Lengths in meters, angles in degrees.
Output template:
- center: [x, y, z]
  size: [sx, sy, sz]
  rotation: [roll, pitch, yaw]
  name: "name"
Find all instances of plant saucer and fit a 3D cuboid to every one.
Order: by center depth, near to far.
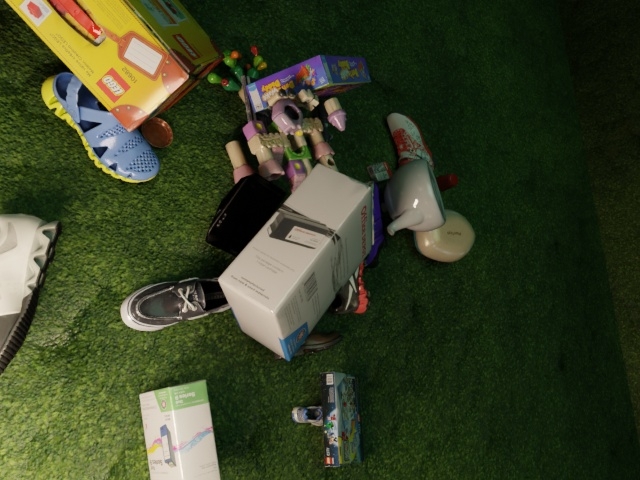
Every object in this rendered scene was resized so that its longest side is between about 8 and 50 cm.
- center: [-0.418, -0.274, 1.469]
  size: [0.084, 0.013, 0.083]
  rotation: [15, 65, -35]
  name: "plant saucer"

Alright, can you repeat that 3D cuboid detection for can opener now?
- center: [0.002, -0.379, 1.839]
  size: [0.073, 0.059, 0.186]
  rotation: [17, 64, -35]
  name: "can opener"

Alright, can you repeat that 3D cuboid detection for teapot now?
- center: [0.287, -0.136, 1.867]
  size: [0.256, 0.187, 0.252]
  rotation: [22, 54, -67]
  name: "teapot"

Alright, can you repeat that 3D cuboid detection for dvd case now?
- center: [-0.148, -0.382, 1.684]
  size: [0.221, 0.018, 0.164]
  rotation: [-7, 87, -60]
  name: "dvd case"

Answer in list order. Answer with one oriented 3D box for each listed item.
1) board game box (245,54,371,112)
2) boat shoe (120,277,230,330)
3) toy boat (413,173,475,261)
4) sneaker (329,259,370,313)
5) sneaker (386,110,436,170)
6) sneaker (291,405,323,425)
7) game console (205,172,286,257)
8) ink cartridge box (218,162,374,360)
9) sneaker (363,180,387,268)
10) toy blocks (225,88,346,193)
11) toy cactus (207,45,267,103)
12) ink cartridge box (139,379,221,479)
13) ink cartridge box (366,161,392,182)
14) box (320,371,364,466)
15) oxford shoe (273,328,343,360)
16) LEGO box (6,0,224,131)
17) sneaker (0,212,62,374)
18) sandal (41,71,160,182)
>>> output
- center: [-0.024, -0.451, 1.652]
  size: [0.347, 0.233, 0.078]
  rotation: [-34, 108, -62]
  name: "board game box"
- center: [-0.308, 0.139, 1.345]
  size: [0.301, 0.102, 0.108]
  rotation: [-3, 76, -41]
  name: "boat shoe"
- center: [0.428, -0.078, 2.051]
  size: [0.268, 0.148, 0.318]
  rotation: [9, 76, -33]
  name: "toy boat"
- center: [0.061, 0.090, 1.651]
  size: [0.135, 0.098, 0.275]
  rotation: [-14, 105, -26]
  name: "sneaker"
- center: [0.311, -0.329, 2.063]
  size: [0.270, 0.090, 0.145]
  rotation: [53, 46, -15]
  name: "sneaker"
- center: [-0.007, 0.460, 1.511]
  size: [0.135, 0.058, 0.052]
  rotation: [11, 67, -39]
  name: "sneaker"
- center: [-0.124, -0.027, 1.533]
  size: [0.361, 0.044, 0.213]
  rotation: [29, 100, -43]
  name: "game console"
- center: [-0.040, 0.053, 1.411]
  size: [0.166, 0.285, 0.395]
  rotation: [29, 64, 21]
  name: "ink cartridge box"
- center: [0.153, -0.041, 1.823]
  size: [0.146, 0.102, 0.293]
  rotation: [30, 59, -37]
  name: "sneaker"
- center: [-0.051, -0.213, 1.557]
  size: [0.289, 0.309, 0.260]
  rotation: [-12, 76, -42]
  name: "toy blocks"
- center: [-0.222, -0.472, 1.666]
  size: [0.219, 0.112, 0.180]
  rotation: [-45, 114, -50]
  name: "toy cactus"
- center: [-0.297, 0.414, 1.214]
  size: [0.093, 0.154, 0.212]
  rotation: [-3, 76, -41]
  name: "ink cartridge box"
- center: [0.215, -0.238, 1.988]
  size: [0.115, 0.029, 0.062]
  rotation: [-19, 87, -43]
  name: "ink cartridge box"
- center: [0.059, 0.474, 1.533]
  size: [0.159, 0.044, 0.233]
  rotation: [31, 52, -58]
  name: "box"
- center: [-0.031, 0.258, 1.554]
  size: [0.227, 0.083, 0.096]
  rotation: [0, 69, -42]
  name: "oxford shoe"
- center: [-0.480, -0.528, 1.285]
  size: [0.500, 0.193, 0.372]
  rotation: [49, 17, -15]
  name: "LEGO box"
- center: [-0.620, 0.100, 1.101]
  size: [0.146, 0.122, 0.330]
  rotation: [15, 64, -16]
  name: "sneaker"
- center: [-0.492, -0.266, 1.321]
  size: [0.317, 0.138, 0.126]
  rotation: [47, 48, -19]
  name: "sandal"
